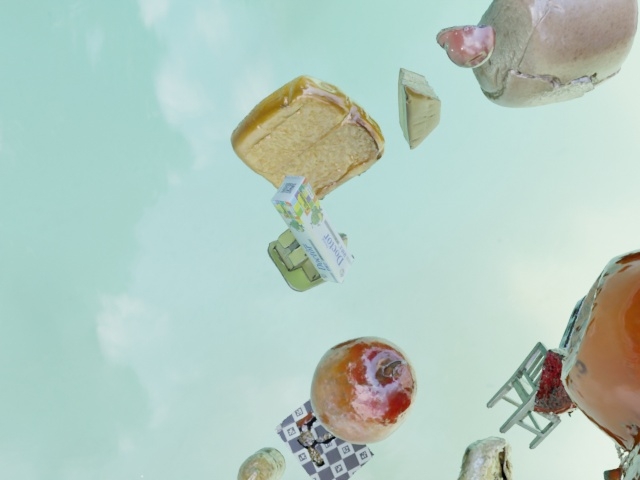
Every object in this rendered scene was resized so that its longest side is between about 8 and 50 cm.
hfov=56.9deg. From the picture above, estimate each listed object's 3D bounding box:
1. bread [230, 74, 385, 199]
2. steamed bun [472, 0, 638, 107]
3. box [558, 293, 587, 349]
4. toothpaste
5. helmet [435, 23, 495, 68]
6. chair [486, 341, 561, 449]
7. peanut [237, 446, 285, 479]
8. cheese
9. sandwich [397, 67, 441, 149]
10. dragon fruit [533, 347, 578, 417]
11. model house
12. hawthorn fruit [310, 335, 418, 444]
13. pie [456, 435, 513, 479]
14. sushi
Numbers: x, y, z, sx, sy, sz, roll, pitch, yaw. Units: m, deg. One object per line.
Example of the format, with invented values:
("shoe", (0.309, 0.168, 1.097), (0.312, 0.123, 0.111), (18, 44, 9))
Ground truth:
("bread", (-0.035, -0.273, 1.543), (0.328, 0.337, 0.148), (33, 39, -32))
("steamed bun", (0.419, -0.344, 1.064), (0.251, 0.301, 0.199), (-24, 74, -4))
("box", (0.721, 0.302, 1.435), (0.289, 0.073, 0.290), (28, 63, 10))
("toothpaste", (-0.008, -0.013, 0.758), (0.046, 0.034, 0.164), (-60, 138, -29))
("helmet", (0.206, -0.268, 0.832), (0.084, 0.065, 0.049), (-2, 77, 6))
("chair", (0.639, 0.459, 1.745), (0.147, 0.136, 0.270), (30, 106, -15))
("peanut", (-0.133, 0.513, 1.320), (0.089, 0.193, 0.089), (-3, 76, 11))
("cheese", (0.271, 0.123, 0.484), (0.129, 0.217, 0.329), (18, 49, 19))
("sandwich", (0.253, -0.352, 1.551), (0.096, 0.258, 0.094), (-22, 63, -3))
("dragon fruit", (0.525, 0.301, 1.218), (0.120, 0.127, 0.161), (6, 104, -29))
("model house", (0.000, 0.000, 1.883), (0.218, 0.278, 0.205), (-22, 70, -42))
("hawthorn fruit", (0.113, 0.324, 1.307), (0.235, 0.263, 0.231), (-58, 128, -64))
("pie", (0.358, 0.570, 1.235), (0.339, 0.077, 0.339), (15, 72, -57))
("sushi", (0.004, 0.602, 1.772), (0.192, 0.043, 0.279), (-39, 101, -9))
